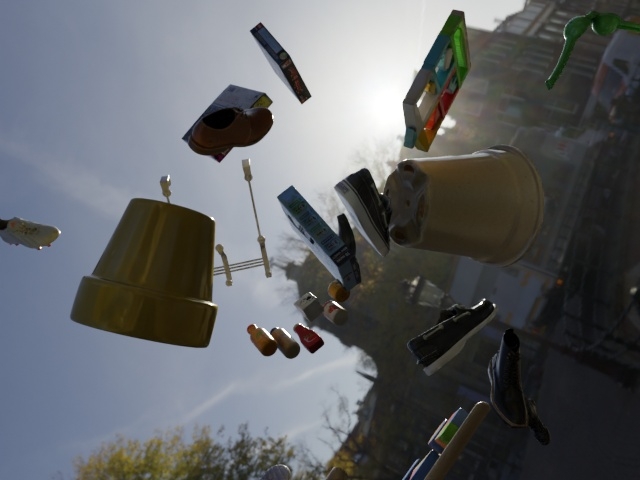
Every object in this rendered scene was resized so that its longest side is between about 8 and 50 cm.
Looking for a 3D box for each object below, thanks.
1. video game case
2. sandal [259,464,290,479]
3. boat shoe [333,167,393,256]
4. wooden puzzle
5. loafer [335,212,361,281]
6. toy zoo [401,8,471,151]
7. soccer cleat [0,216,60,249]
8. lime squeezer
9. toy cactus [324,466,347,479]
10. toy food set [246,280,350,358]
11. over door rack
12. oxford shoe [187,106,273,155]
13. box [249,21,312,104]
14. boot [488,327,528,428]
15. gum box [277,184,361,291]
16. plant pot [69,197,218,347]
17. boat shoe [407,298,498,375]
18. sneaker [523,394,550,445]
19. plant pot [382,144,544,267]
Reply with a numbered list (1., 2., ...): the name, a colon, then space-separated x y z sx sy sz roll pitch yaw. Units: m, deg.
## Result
1. video game case: -0.251 -0.314 1.498 0.210 0.232 0.042 -50 -54 -7
2. sandal: -0.139 0.645 1.296 0.265 0.102 0.076 -50 -55 -27
3. boat shoe: 0.131 -0.067 1.393 0.102 0.108 0.301 -38 -42 -2
4. wooden puzzle: 0.316 0.592 1.551 0.322 0.080 0.348 -47 -21 -21
5. loafer: 0.051 0.023 1.305 0.062 0.061 0.170 -96 -4 -80
6. toy zoo: 0.253 -0.328 1.260 0.293 0.030 0.192 -62 -27 -11
7. soccer cleat: -0.737 -0.022 1.420 0.076 0.196 0.068 68 -145 -40
8. lime squeezer: 0.556 -0.405 1.128 0.310 0.110 0.059 -24 -17 -15
9. toy cactus: -0.005 0.533 1.129 0.180 0.112 0.219 -56 -3 -43
10. toy food set: -0.041 0.173 1.253 0.232 0.104 0.111 -39 -58 -13
11. over door rack: -0.271 -0.030 1.484 0.108 0.239 0.324 -129 28 -78
12. oxford shoe: -0.160 -0.229 1.113 0.212 0.076 0.076 -35 -17 -45
13. box: -0.115 -0.528 1.716 0.044 0.159 0.233 -39 -20 2
14. boot: 0.442 0.317 1.323 0.198 0.077 0.137 -97 8 -51
15. gum box: 0.000 0.000 1.086 0.041 0.184 0.157 -39 -21 -8
16. plant pot: -0.304 0.057 1.062 0.254 0.254 0.239 35 -115 -69
17. boat shoe: 0.314 0.198 1.332 0.302 0.091 0.114 -28 -15 -47
18. sneaker: 0.633 0.539 1.725 0.051 0.170 0.089 -34 -29 32
19. plant pot: 0.343 -0.091 1.482 0.305 0.334 0.334 0 -63 -25
